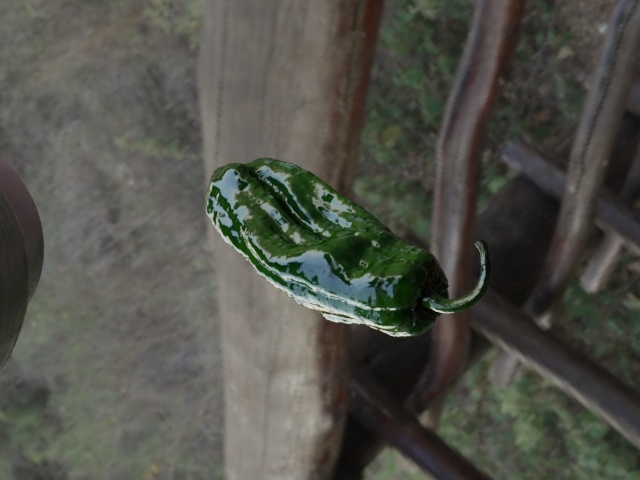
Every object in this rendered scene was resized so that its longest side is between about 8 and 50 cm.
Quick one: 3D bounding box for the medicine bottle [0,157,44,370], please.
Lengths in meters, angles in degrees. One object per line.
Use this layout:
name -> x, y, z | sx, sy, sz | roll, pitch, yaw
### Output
medicine bottle -> -0.340, 0.028, 0.999 | 0.241, 0.241, 0.302 | 55, -173, -7

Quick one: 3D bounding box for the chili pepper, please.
chili pepper -> 0.003, 0.002, 0.941 | 0.257, 0.100, 0.074 | 34, 141, 37
